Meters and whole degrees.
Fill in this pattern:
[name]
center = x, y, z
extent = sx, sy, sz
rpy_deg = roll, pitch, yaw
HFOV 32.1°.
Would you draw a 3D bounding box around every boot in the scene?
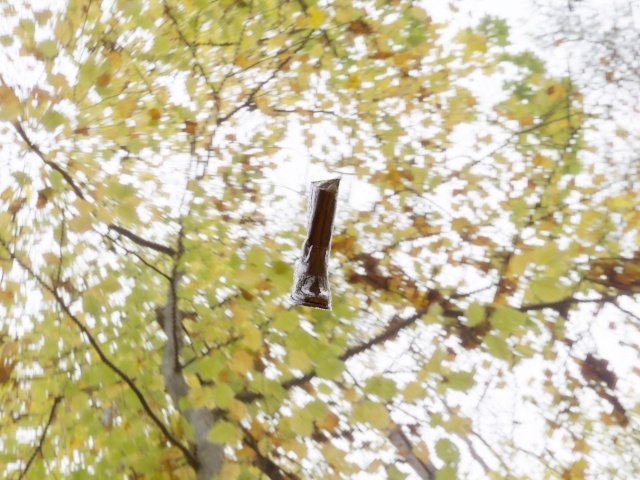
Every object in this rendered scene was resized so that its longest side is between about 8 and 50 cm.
[boot]
center = 0.000, 0.000, 0.996
extent = 0.037, 0.106, 0.114
rpy_deg = 12, -82, -14
